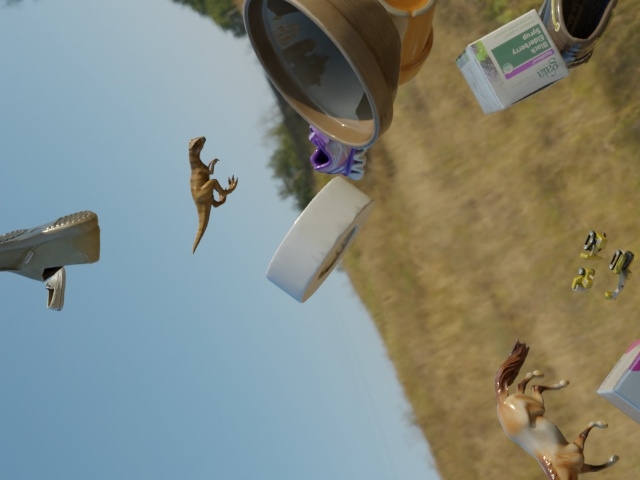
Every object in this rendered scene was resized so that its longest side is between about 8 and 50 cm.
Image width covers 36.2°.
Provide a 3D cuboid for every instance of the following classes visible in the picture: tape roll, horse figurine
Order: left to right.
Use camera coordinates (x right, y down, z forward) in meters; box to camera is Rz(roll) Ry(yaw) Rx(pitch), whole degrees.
[{"bbox_3d":[0.000,0.000,2.168,0.100,0.286,0.286,36,-176,7],"label":"tape roll"},{"bbox_3d":[0.339,0.277,1.450,0.174,0.066,0.263,-22,-114,-42],"label":"horse figurine"}]

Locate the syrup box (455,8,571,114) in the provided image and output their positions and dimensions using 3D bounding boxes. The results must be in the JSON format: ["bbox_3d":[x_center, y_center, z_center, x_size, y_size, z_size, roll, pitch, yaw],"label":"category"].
[{"bbox_3d":[0.247,-0.230,1.293,0.096,0.093,0.237,61,-174,-2],"label":"syrup box"}]

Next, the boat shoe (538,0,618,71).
[{"bbox_3d":[0.381,-0.392,1.369,0.117,0.324,0.097,22,167,-6],"label":"boat shoe"}]

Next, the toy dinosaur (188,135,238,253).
[{"bbox_3d":[-0.210,-0.080,1.780,0.112,0.064,0.211,-3,-93,-42],"label":"toy dinosaur"}]

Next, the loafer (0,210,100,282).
[{"bbox_3d":[-0.485,0.027,1.646,0.102,0.269,0.092,-49,-58,-67],"label":"loafer"}]

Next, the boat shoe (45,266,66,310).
[{"bbox_3d":[-0.547,0.095,2.014,0.035,0.035,0.100,13,-110,-39],"label":"boat shoe"}]

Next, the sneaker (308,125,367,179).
[{"bbox_3d":[0.033,-0.206,1.743,0.095,0.105,0.236,-110,22,-47],"label":"sneaker"}]

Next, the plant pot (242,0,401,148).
[{"bbox_3d":[0.022,-0.238,1.213,0.237,0.110,0.237,43,161,19],"label":"plant pot"}]

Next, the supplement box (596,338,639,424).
[{"bbox_3d":[0.508,0.219,1.492,0.114,0.111,0.220,37,178,14],"label":"supplement box"}]

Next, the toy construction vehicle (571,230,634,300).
[{"bbox_3d":[0.423,0.041,1.457,0.086,0.098,0.035,11,-158,-23],"label":"toy construction vehicle"}]

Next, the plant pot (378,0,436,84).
[{"bbox_3d":[0.127,-0.417,1.816,0.205,0.205,0.188,62,160,12],"label":"plant pot"}]
